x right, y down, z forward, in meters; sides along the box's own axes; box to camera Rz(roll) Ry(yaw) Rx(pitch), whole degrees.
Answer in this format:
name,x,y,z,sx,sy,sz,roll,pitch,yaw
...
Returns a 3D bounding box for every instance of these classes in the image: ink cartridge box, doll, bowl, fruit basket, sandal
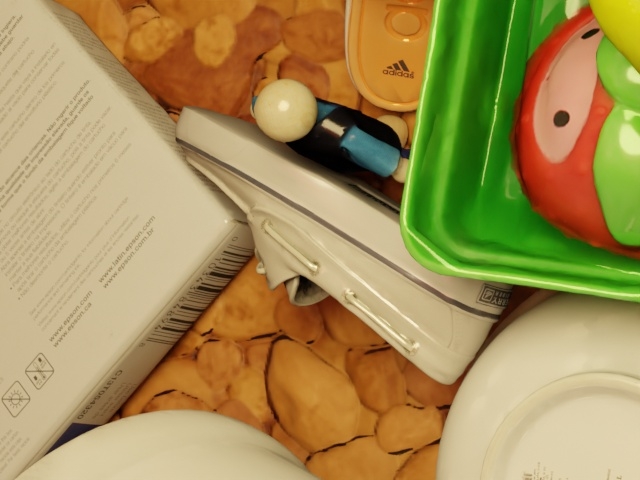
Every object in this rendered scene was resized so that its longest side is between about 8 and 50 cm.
name,x,y,z,sx,sy,sz,roll,pitch,yaw
ink cartridge box,-0.245,-0.001,1.350,0.324,0.071,0.330,-48,64,14
doll,0.011,-0.067,1.155,0.129,0.189,0.046,25,96,27
bowl,0.183,0.148,1.079,0.298,0.134,0.298,-3,83,26
fruit basket,0.191,-0.146,0.968,0.283,0.392,0.392,9,89,20
sandal,0.056,-0.166,1.126,0.102,0.265,0.076,6,44,7

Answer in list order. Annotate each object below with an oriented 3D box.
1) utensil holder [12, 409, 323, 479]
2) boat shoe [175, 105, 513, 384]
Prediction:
name,x,y,z,sx,sy,sz,roll,pitch,yaw
utensil holder,-0.002,0.314,0.996,0.385,0.327,0.328,27,98,43
boat shoe,0.000,0.000,1.182,0.267,0.096,0.088,31,102,24
